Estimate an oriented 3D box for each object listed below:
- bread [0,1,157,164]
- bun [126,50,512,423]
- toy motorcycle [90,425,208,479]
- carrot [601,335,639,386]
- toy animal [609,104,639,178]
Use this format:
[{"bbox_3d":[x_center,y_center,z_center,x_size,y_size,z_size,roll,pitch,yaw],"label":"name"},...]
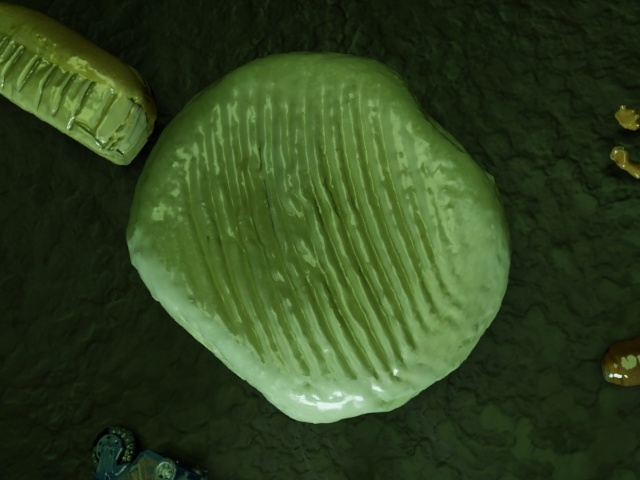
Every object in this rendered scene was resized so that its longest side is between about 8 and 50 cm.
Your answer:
[{"bbox_3d":[-0.291,-0.182,0.966,0.236,0.140,0.106,32,84,11],"label":"bread"},{"bbox_3d":[0.000,0.000,0.838,0.353,0.227,0.348,-14,79,6],"label":"bun"},{"bbox_3d":[-0.180,0.281,0.901,0.205,0.076,0.114,22,78,27],"label":"toy motorcycle"},{"bbox_3d":[0.386,0.105,0.847,0.216,0.048,0.048,-13,79,3],"label":"carrot"},{"bbox_3d":[0.378,-0.074,0.859,0.116,0.114,0.255,-2,83,-33],"label":"toy animal"}]
